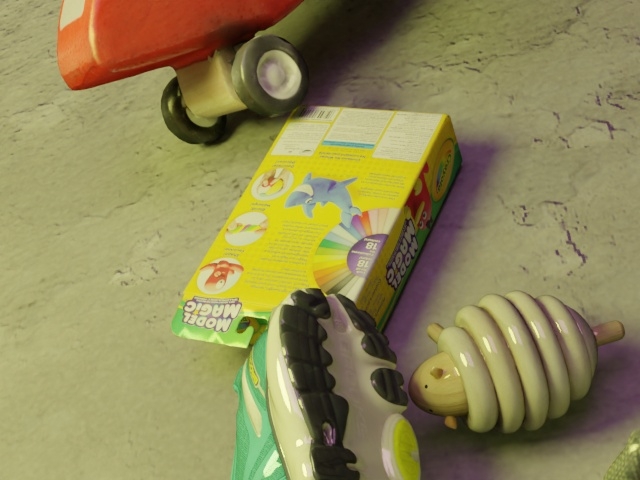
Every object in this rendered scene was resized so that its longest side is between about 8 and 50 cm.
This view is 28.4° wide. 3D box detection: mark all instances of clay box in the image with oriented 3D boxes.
[{"bbox_3d":[0.000,0.000,0.870,0.127,0.053,0.222,7,51,29],"label":"clay box"}]

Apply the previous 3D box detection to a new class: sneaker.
[{"bbox_3d":[0.004,0.161,0.687,0.110,0.107,0.275,-47,39,42],"label":"sneaker"}]

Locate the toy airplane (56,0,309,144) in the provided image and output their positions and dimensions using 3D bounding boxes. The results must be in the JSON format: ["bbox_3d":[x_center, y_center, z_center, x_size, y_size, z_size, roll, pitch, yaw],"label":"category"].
[{"bbox_3d":[-0.041,-0.292,1.013,0.386,0.272,0.384,-34,17,14],"label":"toy airplane"}]

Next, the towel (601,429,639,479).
[{"bbox_3d":[0.204,0.191,0.356,0.324,0.312,0.056,25,37,13],"label":"towel"}]

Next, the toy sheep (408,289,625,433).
[{"bbox_3d":[0.113,0.068,0.733,0.132,0.091,0.091,-22,42,-7],"label":"toy sheep"}]
